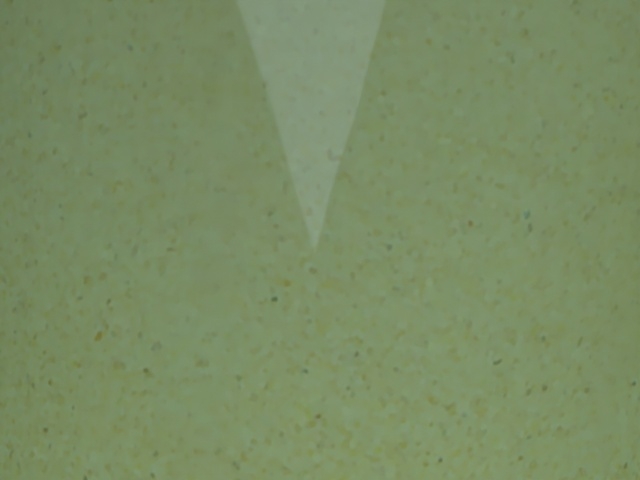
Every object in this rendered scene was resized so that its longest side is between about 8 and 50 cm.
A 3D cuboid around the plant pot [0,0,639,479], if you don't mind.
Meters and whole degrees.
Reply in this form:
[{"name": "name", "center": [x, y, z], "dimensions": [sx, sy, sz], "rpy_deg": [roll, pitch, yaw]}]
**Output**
[{"name": "plant pot", "center": [0.000, 0.000, 0.432], "dimensions": [0.256, 0.256, 0.274], "rpy_deg": [6, 78, 7]}]
